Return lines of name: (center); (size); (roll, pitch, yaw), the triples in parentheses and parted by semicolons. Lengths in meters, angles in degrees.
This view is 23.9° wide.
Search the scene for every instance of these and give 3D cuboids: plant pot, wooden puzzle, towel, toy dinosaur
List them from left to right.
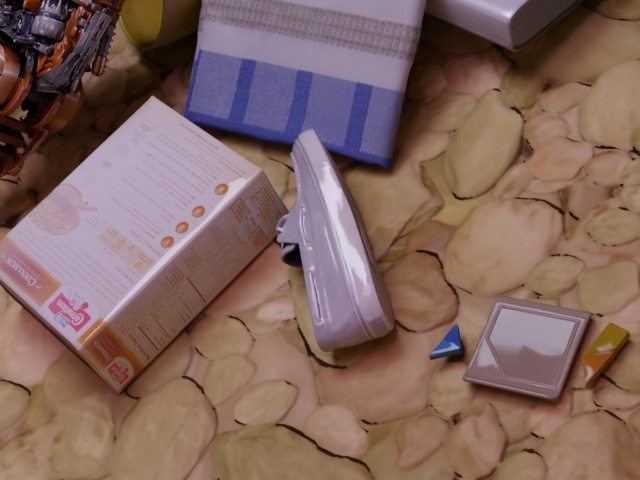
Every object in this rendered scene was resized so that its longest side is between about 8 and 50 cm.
toy dinosaur: (-0.250, -0.153, 1.222); (0.322, 0.164, 0.218); (-42, 39, -1)
plant pot: (-0.114, -0.233, 1.275); (0.095, 0.134, 0.134); (-13, 43, -25)
towel: (-0.001, -0.212, 1.168); (0.209, 0.034, 0.285); (14, 96, 33)
wooden puzzle: (0.136, 0.071, 0.992); (0.116, 0.014, 0.078); (17, 60, 34)

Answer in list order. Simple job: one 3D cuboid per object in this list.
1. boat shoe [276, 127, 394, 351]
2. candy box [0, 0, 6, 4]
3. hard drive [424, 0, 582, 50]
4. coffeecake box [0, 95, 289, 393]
boat shoe: (0.000, 0.000, 1.081); (0.063, 0.066, 0.184); (-23, 59, 7)
candy box: (-0.380, -0.231, 1.421); (0.233, 0.071, 0.159); (23, 67, 35)
hard drive: (0.105, -0.268, 1.222); (0.203, 0.040, 0.307); (-40, 48, -22)
coffeecake box: (-0.139, 0.000, 1.135); (0.185, 0.068, 0.142); (-45, 50, -12)
